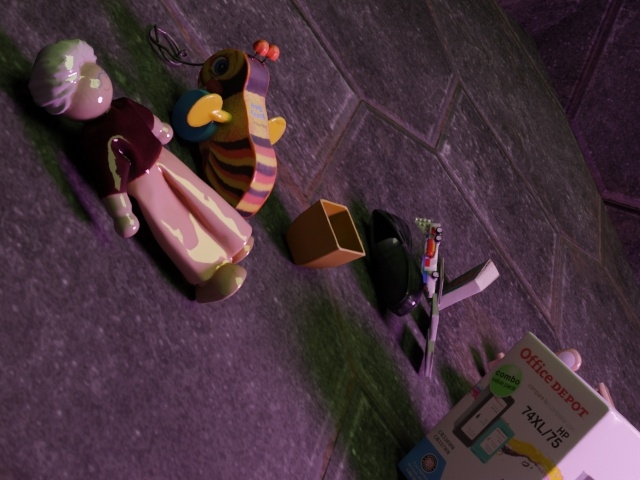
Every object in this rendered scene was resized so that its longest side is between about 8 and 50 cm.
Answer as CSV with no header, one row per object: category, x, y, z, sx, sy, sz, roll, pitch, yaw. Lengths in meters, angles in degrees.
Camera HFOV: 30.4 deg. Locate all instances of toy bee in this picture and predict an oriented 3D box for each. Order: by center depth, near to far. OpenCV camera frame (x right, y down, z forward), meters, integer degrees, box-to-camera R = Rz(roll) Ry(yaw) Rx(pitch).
toy bee,-0.121,-0.189,1.566,0.298,0.162,0.195,60,25,-2

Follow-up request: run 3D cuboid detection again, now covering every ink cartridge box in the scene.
ink cartridge box,0.294,0.311,1.628,0.197,0.270,0.198,41,4,-38

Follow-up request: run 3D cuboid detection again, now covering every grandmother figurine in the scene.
grandmother figurine,-0.207,-0.091,1.364,0.342,0.104,0.208,52,16,-26

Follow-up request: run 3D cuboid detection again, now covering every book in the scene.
book,0.255,0.083,2.093,0.035,0.096,0.144,61,23,-2

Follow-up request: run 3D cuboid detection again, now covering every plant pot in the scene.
plant pot,0.000,0.000,1.689,0.081,0.083,0.081,14,51,-59

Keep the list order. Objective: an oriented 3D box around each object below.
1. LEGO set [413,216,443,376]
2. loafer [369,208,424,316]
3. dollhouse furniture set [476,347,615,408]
LEGO set,0.171,0.082,1.930,0.244,0.060,0.182,-77,173,-63
loafer,0.114,0.034,1.899,0.078,0.076,0.223,39,27,-30
dollhouse furniture set,0.377,0.272,1.959,0.355,0.174,0.303,41,28,-58
